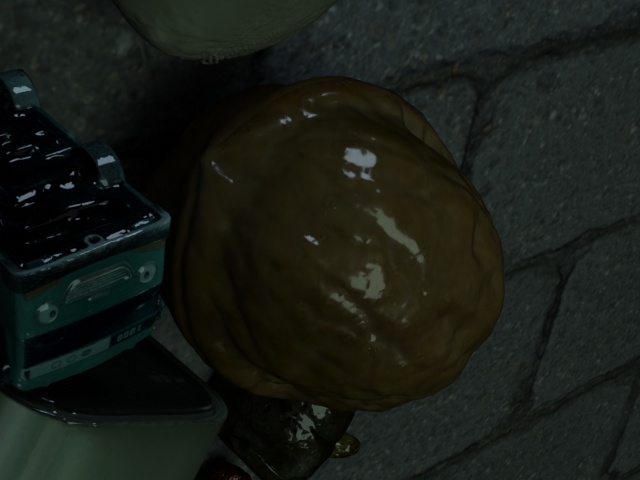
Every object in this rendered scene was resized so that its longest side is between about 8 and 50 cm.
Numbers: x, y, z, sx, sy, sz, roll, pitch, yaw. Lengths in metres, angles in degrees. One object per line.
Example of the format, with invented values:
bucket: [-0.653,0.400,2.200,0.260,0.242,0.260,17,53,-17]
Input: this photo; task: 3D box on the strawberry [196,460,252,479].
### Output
strawberry: [-0.111,0.290,1.365,0.073,0.073,0.083,-55,179,0]

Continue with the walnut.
walnut: [-0.003,0.003,1.057,0.306,0.306,0.344,-52,136,-2]

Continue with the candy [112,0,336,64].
candy: [-0.050,-0.270,0.886,0.295,0.185,0.295,-22,129,-29]

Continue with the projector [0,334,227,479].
projector: [-0.258,0.177,0.941,0.248,0.249,0.249,13,108,-58]

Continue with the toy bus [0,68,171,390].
toy bus: [-0.223,-0.015,0.837,0.128,0.256,0.147,-24,137,-34]

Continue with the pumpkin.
pumpkin: [-0.024,0.217,1.340,0.131,0.126,0.248,-52,144,0]
